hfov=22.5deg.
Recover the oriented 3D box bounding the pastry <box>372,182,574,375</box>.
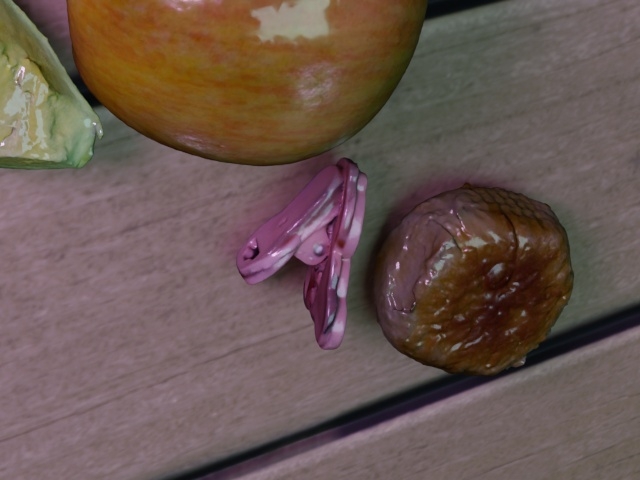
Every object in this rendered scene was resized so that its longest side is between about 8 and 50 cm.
[{"bbox_3d":[0.140,0.040,1.495,0.192,0.093,0.182,8,115,-33],"label":"pastry"}]

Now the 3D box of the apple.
[{"bbox_3d":[-0.063,-0.180,1.099,0.264,0.264,0.264,-18,127,-25],"label":"apple"}]

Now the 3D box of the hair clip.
[{"bbox_3d":[0.009,0.006,1.375,0.138,0.123,0.102,-46,114,5],"label":"hair clip"}]

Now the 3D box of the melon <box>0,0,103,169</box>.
[{"bbox_3d":[-0.296,-0.123,1.067,0.323,0.124,0.196,24,104,-48],"label":"melon"}]
